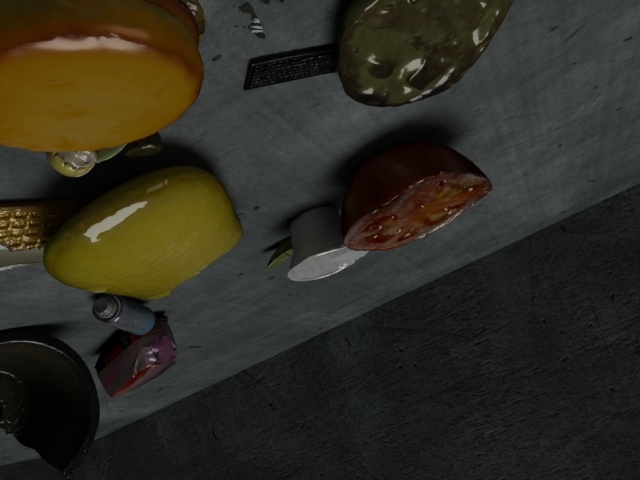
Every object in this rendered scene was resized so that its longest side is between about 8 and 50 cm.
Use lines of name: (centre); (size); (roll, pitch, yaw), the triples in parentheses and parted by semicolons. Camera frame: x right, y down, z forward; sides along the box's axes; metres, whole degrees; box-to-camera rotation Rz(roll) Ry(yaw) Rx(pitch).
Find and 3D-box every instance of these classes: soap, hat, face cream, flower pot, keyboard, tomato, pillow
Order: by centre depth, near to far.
keyboard: (-0.013, -0.248, 0.961); (0.196, 0.015, 0.074); (-16, 162, -20)
pillow: (-0.481, 0.014, 1.121); (0.232, 0.038, 0.130); (-9, 155, -40)
soap: (-0.292, -0.007, 1.149); (0.305, 0.115, 0.427); (-27, 168, -3)
tomato: (0.174, -0.106, 1.403); (0.338, 0.144, 0.338); (-20, 158, -8)
hat: (0.000, 0.000, 1.539); (0.203, 0.126, 0.203); (-20, 163, -6)
flower pot: (-0.736, 0.389, 1.548); (0.379, 0.380, 0.251); (-8, 179, -39)
face cream: (-0.461, 0.169, 1.562); (0.075, 0.075, 0.229); (-23, 162, 2)

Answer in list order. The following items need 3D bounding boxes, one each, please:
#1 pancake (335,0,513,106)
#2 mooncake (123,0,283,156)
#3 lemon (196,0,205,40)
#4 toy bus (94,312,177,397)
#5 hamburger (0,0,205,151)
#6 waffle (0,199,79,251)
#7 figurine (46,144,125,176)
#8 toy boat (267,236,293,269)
pancake: (0.144, -0.292, 0.942); (0.294, 0.050, 0.294); (-22, 157, -10)
mooncake: (-0.159, -0.200, 0.852); (0.346, 0.057, 0.150); (-33, 173, 23)
lemon: (-0.156, -0.239, 0.728); (0.062, 0.062, 0.083); (-20, 163, -10)
toy bus: (-0.505, 0.317, 1.848); (0.127, 0.147, 0.302); (-13, 163, -46)
hamburger: (-0.228, -0.191, 0.601); (0.245, 0.170, 0.246); (-10, 168, -2)
waffle: (-0.447, -0.022, 1.038); (0.135, 0.021, 0.092); (-7, 136, -41)
figurine: (-0.284, -0.148, 0.858); (0.187, 0.083, 0.083); (-43, 157, 19)
toy boat: (-0.053, 0.023, 1.650); (0.172, 0.066, 0.065); (-22, 166, 0)
